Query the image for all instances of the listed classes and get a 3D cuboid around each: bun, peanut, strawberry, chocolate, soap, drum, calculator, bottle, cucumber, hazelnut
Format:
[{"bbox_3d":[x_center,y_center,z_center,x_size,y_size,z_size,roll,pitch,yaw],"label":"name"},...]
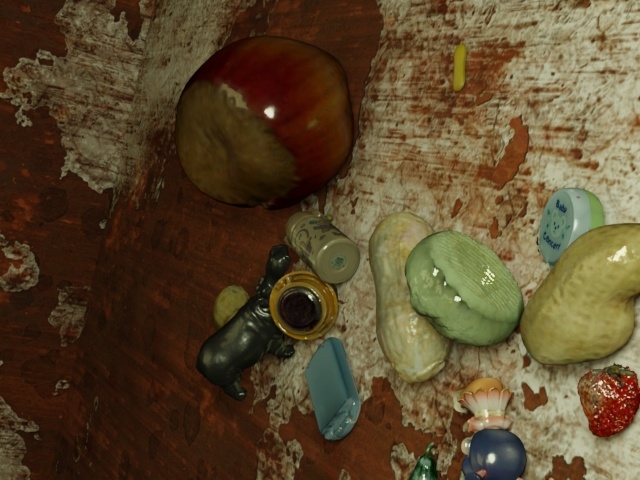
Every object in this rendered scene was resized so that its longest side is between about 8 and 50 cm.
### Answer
[{"bbox_3d":[0.208,0.080,1.577,0.118,0.195,0.195,-47,41,35],"label":"bun"},{"bbox_3d":[0.367,0.069,1.382,0.253,0.137,0.122,-63,-12,25],"label":"peanut"},{"bbox_3d":[0.375,0.209,1.356,0.083,0.083,0.096,37,121,59],"label":"strawberry"},{"bbox_3d":[0.151,0.087,1.750,0.134,0.134,0.309,-40,46,48],"label":"chocolate"},{"bbox_3d":[0.247,-0.307,1.846,0.034,0.012,0.089,-17,65,58],"label":"soap"},{"bbox_3d":[0.337,0.038,1.512,0.130,0.049,0.253,-101,24,-56],"label":"drum"},{"bbox_3d":[0.022,0.282,2.001,0.121,0.039,0.210,-56,35,32],"label":"calculator"},{"bbox_3d":[0.000,0.000,2.093,0.110,0.097,0.209,-42,32,-3],"label":"bottle"},{"bbox_3d":[0.157,0.448,1.679,0.056,0.056,0.250,13,93,62],"label":"cucumber"},{"bbox_3d":[-0.185,0.187,2.354,0.103,0.098,0.229,-32,37,-3],"label":"peanut"},{"bbox_3d":[-0.105,-0.236,2.149,0.409,0.359,0.359,-28,55,60],"label":"hazelnut"}]

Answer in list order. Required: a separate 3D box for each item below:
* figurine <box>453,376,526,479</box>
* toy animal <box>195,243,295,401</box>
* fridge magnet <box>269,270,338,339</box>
[{"bbox_3d":[0.244,0.293,1.524,0.102,0.111,0.195,109,158,-57],"label":"figurine"},{"bbox_3d":[-0.121,0.171,2.179,0.343,0.168,0.106,-55,32,11],"label":"toy animal"},{"bbox_3d":[-0.035,0.131,2.074,0.063,0.143,0.143,-29,-40,-72],"label":"fridge magnet"}]
